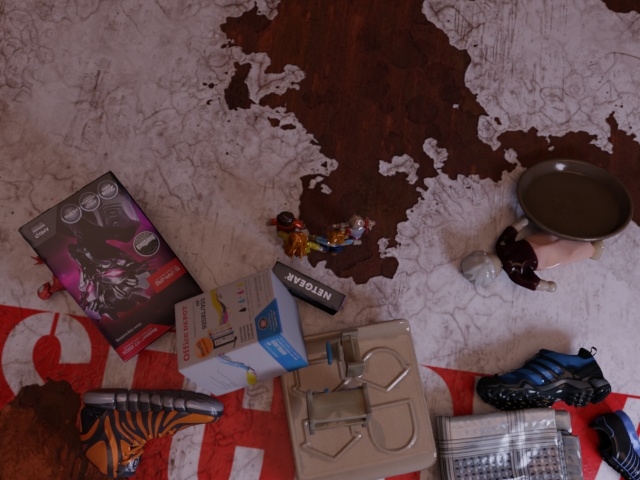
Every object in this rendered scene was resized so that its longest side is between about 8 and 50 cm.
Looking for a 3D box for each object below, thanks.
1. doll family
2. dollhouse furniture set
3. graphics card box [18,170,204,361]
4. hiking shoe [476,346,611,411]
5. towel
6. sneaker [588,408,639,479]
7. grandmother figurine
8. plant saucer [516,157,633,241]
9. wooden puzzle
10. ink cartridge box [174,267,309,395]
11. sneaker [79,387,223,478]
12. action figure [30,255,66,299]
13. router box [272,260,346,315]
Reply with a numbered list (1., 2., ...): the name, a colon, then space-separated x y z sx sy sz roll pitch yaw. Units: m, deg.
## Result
1. doll family: 0.000 0.000 1.271 0.262 0.163 0.118 2 77 -4
2. dollhouse furniture set: 0.029 0.308 1.161 0.129 0.129 0.184 -6 58 -5
3. graphics card box: -0.455 0.058 1.208 0.232 0.094 0.371 -37 98 -15
4. hiking shoe: 0.522 0.331 1.284 0.304 0.113 0.132 -2 48 2
5. towel: 0.433 0.540 1.194 0.324 0.056 0.312 -3 78 -3
6. sneaker: 0.717 0.523 1.255 0.090 0.081 0.232 -19 73 -5
7. grandmother figurine: 0.523 0.041 1.340 0.342 0.104 0.208 -13 51 -4
8. plant saucer: 0.637 -0.101 1.353 0.277 0.041 0.278 -2 52 2
9. wooden puzzle: 0.080 0.378 1.243 0.322 0.080 0.348 -9 83 -6
10. ink cartridge box: -0.171 0.203 1.159 0.232 0.168 0.171 -21 51 8
11. sneaker: -0.375 0.427 1.185 0.321 0.124 0.180 1 81 7
12. action figure: -0.585 0.009 1.267 0.139 0.091 0.280 39 77 -2
13. router box: -0.033 0.115 1.259 0.178 0.133 0.046 26 77 1
